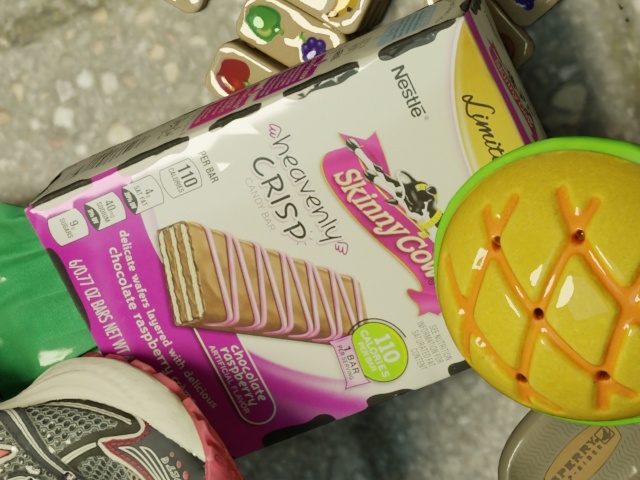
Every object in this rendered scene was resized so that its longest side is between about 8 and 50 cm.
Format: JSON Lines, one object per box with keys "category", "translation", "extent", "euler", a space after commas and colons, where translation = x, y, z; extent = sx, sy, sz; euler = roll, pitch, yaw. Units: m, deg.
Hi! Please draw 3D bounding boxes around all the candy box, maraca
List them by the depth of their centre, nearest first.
{"category": "maraca", "translation": [0.129, 0.016, 0.816], "extent": [0.186, 0.099, 0.127], "euler": [-5, 105, 34]}
{"category": "candy box", "translation": [0.000, 0.000, 0.934], "extent": [0.233, 0.071, 0.159], "euler": [-23, 104, 16]}

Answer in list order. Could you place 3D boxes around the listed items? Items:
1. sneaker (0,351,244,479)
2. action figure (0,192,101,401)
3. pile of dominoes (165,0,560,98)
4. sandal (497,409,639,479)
{"category": "sneaker", "translation": [-0.155, 0.132, 0.945], "extent": [0.299, 0.112, 0.121], "euler": [-5, 117, 38]}
{"category": "action figure", "translation": [-0.119, 0.017, 1.031], "extent": [0.232, 0.063, 0.137], "euler": [-22, 93, 21]}
{"category": "pile of dominoes", "translation": [0.030, -0.164, 0.930], "extent": [0.196, 0.040, 0.251], "euler": [32, 115, 14]}
{"category": "sandal", "translation": [0.153, 0.064, 0.924], "extent": [0.090, 0.060, 0.219], "euler": [43, 116, 8]}
